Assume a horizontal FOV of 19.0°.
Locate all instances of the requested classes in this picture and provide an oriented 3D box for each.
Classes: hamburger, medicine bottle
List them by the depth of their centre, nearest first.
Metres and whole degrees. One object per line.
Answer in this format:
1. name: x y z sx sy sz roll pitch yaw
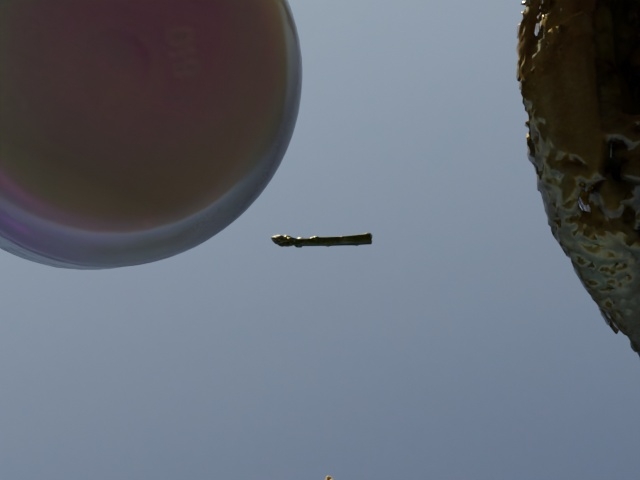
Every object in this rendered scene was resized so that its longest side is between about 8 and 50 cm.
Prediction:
1. hamburger: 0.219 -0.080 1.079 0.195 0.277 0.318 -10 -100 11
2. medicine bottle: -0.166 -0.105 1.348 0.256 0.256 0.325 -25 -175 -15

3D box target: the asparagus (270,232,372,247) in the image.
1. asparagus: 0.000 0.000 2.028 0.114 0.014 0.015 -1 -159 16

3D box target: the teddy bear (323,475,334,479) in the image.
1. teddy bear: -0.012 0.276 1.220 0.222 0.246 0.296 -40 -107 -21
